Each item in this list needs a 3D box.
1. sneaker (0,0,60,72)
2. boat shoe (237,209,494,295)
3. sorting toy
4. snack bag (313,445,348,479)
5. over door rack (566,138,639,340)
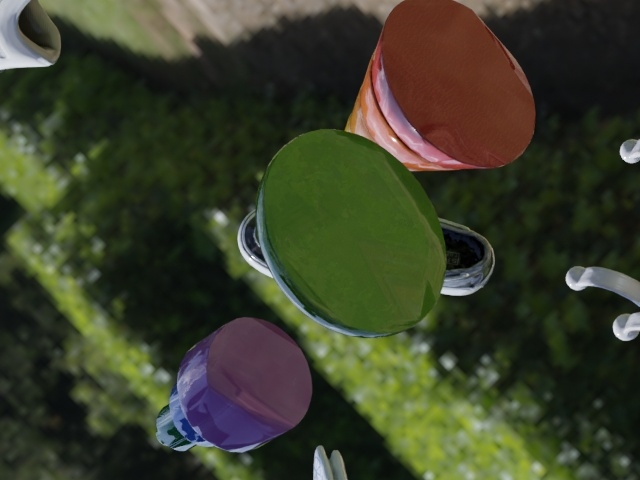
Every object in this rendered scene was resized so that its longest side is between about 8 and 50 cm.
[{"bbox_3d":[-0.234,-0.263,1.365,0.146,0.122,0.331,8,134,0],"label":"sneaker"},{"bbox_3d":[0.036,-0.001,1.578,0.219,0.078,0.070,5,169,7],"label":"boat shoe"},{"bbox_3d":[0.000,0.000,1.133,0.127,0.365,0.126,44,139,-11],"label":"sorting toy"},{"bbox_3d":[0.030,0.422,1.812,0.323,0.037,0.343,-108,15,-60],"label":"snack bag"},{"bbox_3d":[0.343,-0.006,1.518,0.324,0.240,0.108,30,169,-36],"label":"over door rack"}]
